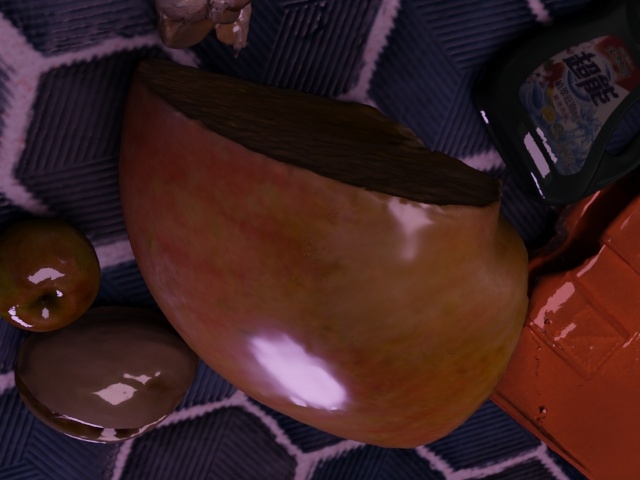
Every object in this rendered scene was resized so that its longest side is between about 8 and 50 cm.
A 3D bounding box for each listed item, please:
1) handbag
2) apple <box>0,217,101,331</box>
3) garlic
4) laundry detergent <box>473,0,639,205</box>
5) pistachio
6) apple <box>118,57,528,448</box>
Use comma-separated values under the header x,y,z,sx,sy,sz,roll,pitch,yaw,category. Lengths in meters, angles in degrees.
x,y,z,sx,sy,sz,roll,pitch,yaw,category
0.340,0.038,1.291,0.410,0.116,0.303,-47,121,5,handbag
-0.215,0.027,1.061,0.089,0.074,0.090,-11,122,-17,apple
-0.082,-0.185,1.004,0.074,0.094,0.113,37,108,7,garlic
0.250,-0.133,1.169,0.221,0.078,0.144,-32,100,-7,laundry detergent
-0.171,0.106,1.110,0.149,0.113,0.113,9,113,-20,pistachio
0.000,0.000,1.000,0.252,0.309,0.314,-31,122,-5,apple
